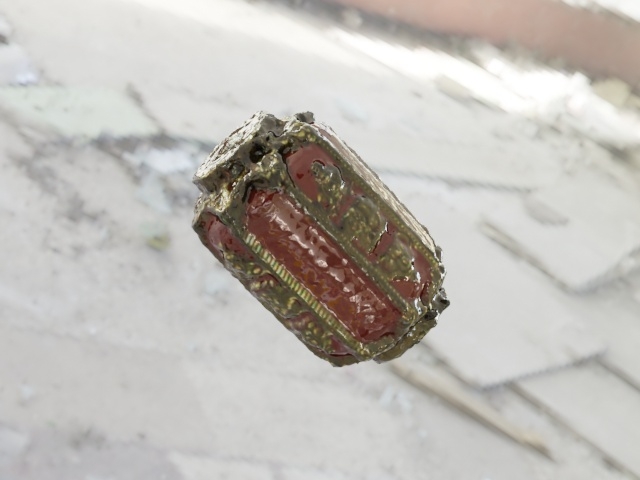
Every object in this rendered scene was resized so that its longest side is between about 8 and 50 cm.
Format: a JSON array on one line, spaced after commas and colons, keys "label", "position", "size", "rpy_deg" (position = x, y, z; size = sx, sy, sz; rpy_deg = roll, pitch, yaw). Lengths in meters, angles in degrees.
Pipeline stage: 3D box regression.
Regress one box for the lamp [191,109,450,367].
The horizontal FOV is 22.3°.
[{"label": "lamp", "position": [0.000, 0.000, 1.592], "size": [0.274, 0.177, 0.177], "rpy_deg": [45, 21, -18]}]
